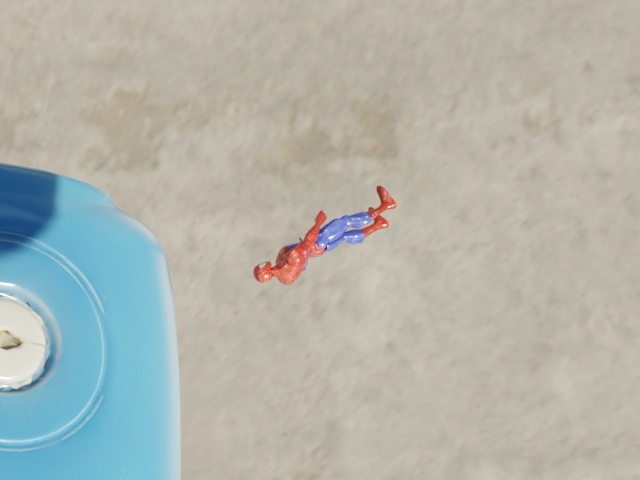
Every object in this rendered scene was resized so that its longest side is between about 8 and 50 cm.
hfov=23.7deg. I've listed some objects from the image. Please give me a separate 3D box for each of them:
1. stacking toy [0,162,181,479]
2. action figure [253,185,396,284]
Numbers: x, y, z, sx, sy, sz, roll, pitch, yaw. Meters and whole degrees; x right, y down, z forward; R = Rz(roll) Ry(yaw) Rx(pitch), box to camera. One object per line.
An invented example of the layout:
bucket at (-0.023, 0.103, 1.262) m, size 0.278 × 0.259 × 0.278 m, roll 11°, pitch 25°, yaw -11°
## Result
stacking toy at (-0.202, 0.093, 0.724) m, size 0.175 × 0.302 × 0.165 m, roll 8°, pitch 64°, yaw -31°
action figure at (0.000, 0.000, 1.015) m, size 0.115 × 0.038 × 0.030 m, roll -32°, pitch 71°, yaw -35°
